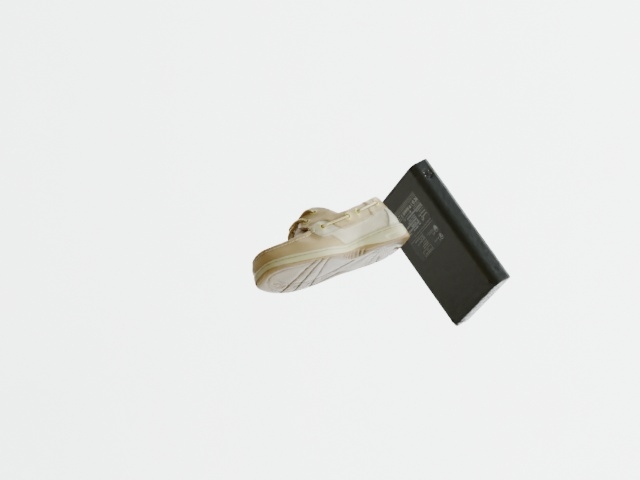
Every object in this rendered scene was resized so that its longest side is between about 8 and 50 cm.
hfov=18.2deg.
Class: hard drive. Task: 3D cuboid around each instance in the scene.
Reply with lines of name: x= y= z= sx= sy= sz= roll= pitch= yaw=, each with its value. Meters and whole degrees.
hard drive: x=0.111 y=0.003 z=1.836 sx=0.135 sy=0.022 sz=0.094 roll=56 pitch=-33 yaw=12

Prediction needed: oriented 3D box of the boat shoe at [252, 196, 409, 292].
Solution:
boat shoe: x=0.000 y=0.000 z=1.727 sx=0.063 sy=0.170 sz=0.059 roll=-45 pitch=-111 yaw=43
